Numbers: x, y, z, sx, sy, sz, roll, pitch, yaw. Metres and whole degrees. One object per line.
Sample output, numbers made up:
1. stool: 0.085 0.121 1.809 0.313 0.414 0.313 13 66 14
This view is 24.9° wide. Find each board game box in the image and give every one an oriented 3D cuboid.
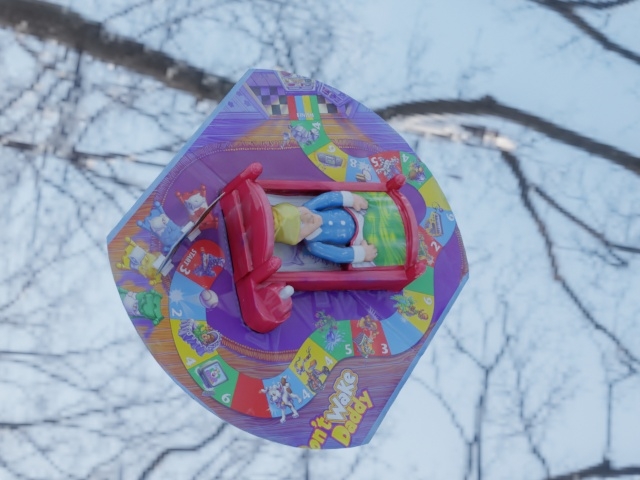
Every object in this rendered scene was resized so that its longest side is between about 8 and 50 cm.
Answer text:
1. board game box: 0.000 0.000 0.587 0.168 0.133 0.033 -54 -171 -35
